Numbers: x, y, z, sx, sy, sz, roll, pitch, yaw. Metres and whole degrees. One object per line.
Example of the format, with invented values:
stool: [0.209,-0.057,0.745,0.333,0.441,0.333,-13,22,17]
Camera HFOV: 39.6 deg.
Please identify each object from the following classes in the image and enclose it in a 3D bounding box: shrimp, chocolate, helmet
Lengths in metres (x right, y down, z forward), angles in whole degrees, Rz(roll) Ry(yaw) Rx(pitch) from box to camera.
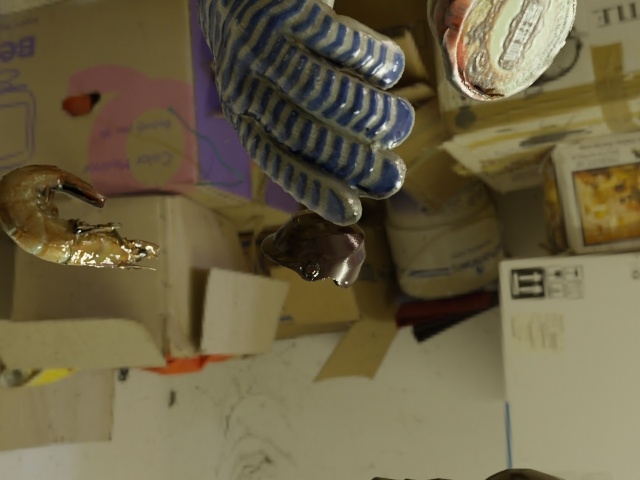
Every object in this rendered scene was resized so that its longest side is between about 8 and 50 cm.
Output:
shrimp: [-0.212,-0.017,0.782,0.162,0.095,0.045,17,124,-44]
chocolate: [0.206,-0.295,1.157,0.221,0.221,0.147,3,-149,-42]
helmet: [0.000,0.000,1.047,0.123,0.070,0.098,19,-157,-22]

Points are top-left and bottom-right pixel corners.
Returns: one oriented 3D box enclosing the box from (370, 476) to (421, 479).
box: [0.171,0.386,1.207,0.160,0.050,0.230,30,-176,41]

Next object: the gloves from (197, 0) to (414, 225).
gloves: [-0.019,-0.115,0.492,0.097,0.229,0.119,-21,165,-8]

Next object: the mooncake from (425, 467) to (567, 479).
mooncake: [0.089,0.244,0.507,0.244,0.245,0.133,-2,-152,-21]
